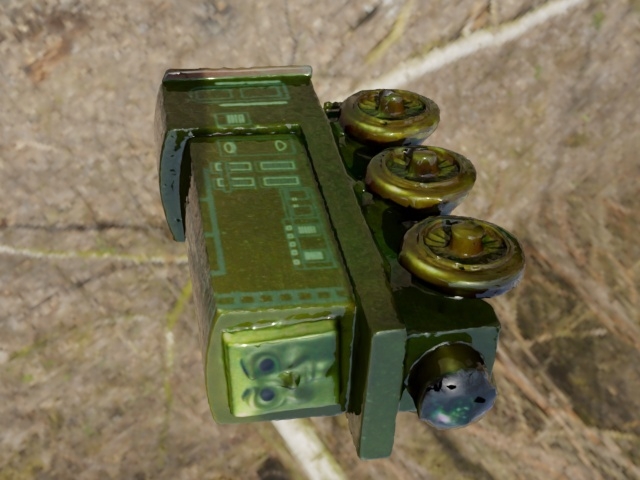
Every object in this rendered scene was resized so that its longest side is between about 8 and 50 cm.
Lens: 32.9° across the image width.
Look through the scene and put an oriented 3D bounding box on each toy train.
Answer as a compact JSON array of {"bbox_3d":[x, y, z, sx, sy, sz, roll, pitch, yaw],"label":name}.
[{"bbox_3d":[0.000,0.000,0.483,0.137,0.225,0.090,-3,124,-11],"label":"toy train"}]
